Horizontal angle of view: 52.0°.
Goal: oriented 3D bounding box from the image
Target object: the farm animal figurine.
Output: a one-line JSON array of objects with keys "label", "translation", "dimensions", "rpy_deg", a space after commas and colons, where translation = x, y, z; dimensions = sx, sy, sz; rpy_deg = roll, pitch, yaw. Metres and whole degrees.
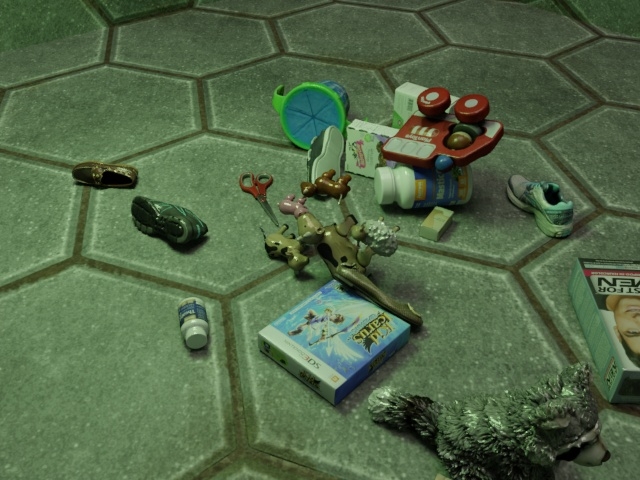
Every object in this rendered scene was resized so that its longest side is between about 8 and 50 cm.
[{"label": "farm animal figurine", "translation": [0.000, 0.000, 1.705], "dimensions": [0.327, 0.330, 0.172], "rpy_deg": [42, 45, 4]}]

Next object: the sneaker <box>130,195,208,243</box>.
[{"label": "sneaker", "translation": [-0.440, -0.058, 1.888], "dimensions": [0.267, 0.101, 0.106], "rpy_deg": [26, 22, 30]}]

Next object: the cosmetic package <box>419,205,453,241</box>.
[{"label": "cosmetic package", "translation": [0.338, -0.049, 1.908], "dimensions": [0.060, 0.041, 0.115], "rpy_deg": [20, 41, 22]}]

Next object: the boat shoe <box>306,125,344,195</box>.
[{"label": "boat shoe", "translation": [0.005, -0.244, 2.121], "dimensions": [0.091, 0.114, 0.302], "rpy_deg": [-24, 32, 37]}]

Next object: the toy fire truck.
[{"label": "toy fire truck", "translation": [0.359, -0.295, 1.908], "dimensions": [0.302, 0.169, 0.254], "rpy_deg": [20, 59, 35]}]

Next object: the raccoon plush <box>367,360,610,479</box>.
[{"label": "raccoon plush", "translation": [0.292, 0.324, 1.215], "dimensions": [0.446, 0.299, 0.216], "rpy_deg": [12, 39, 15]}]

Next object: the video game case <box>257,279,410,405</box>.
[{"label": "video game case", "translation": [0.033, 0.225, 1.534], "dimensions": [0.244, 0.061, 0.269], "rpy_deg": [31, 46, 31]}]

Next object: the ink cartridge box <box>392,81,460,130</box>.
[{"label": "ink cartridge box", "translation": [0.374, -0.450, 2.333], "dimensions": [0.219, 0.160, 0.092], "rpy_deg": [25, 44, 27]}]

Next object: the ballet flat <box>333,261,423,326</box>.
[{"label": "ballet flat", "translation": [0.147, 0.128, 1.600], "dimensions": [0.250, 0.084, 0.058], "rpy_deg": [32, 83, 10]}]

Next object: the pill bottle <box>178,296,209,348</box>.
[{"label": "pill bottle", "translation": [-0.301, 0.197, 1.559], "dimensions": [0.067, 0.067, 0.120], "rpy_deg": [-9, 39, -12]}]

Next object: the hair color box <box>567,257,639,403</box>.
[{"label": "hair color box", "translation": [0.726, 0.201, 1.532], "dimensions": [0.185, 0.113, 0.374], "rpy_deg": [2, 38, 2]}]

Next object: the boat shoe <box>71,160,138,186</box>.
[{"label": "boat shoe", "translation": [-0.685, -0.207, 2.071], "dimensions": [0.207, 0.073, 0.073], "rpy_deg": [-1, 36, -2]}]

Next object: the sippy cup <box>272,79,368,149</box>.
[{"label": "sippy cup", "translation": [0.001, -0.459, 2.307], "dimensions": [0.240, 0.305, 0.224], "rpy_deg": [-31, 13, 28]}]

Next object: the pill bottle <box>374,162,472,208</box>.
[{"label": "pill bottle", "translation": [0.306, -0.174, 1.979], "dimensions": [0.272, 0.152, 0.152], "rpy_deg": [-5, 38, -8]}]

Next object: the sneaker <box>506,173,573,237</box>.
[{"label": "sneaker", "translation": [0.665, -0.136, 1.960], "dimensions": [0.110, 0.122, 0.283], "rpy_deg": [-13, 40, -17]}]

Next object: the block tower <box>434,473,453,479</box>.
[{"label": "block tower", "translation": [0.323, 0.521, 1.128], "dimensions": [0.335, 0.097, 0.091], "rpy_deg": [19, 42, 20]}]

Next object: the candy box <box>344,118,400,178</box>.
[{"label": "candy box", "translation": [0.181, -0.284, 2.110], "dimensions": [0.196, 0.165, 0.070], "rpy_deg": [17, 39, 21]}]

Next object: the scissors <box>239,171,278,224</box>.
[{"label": "scissors", "translation": [-0.192, -0.129, 2.027], "dimensions": [0.109, 0.021, 0.297], "rpy_deg": [-3, 39, -8]}]
